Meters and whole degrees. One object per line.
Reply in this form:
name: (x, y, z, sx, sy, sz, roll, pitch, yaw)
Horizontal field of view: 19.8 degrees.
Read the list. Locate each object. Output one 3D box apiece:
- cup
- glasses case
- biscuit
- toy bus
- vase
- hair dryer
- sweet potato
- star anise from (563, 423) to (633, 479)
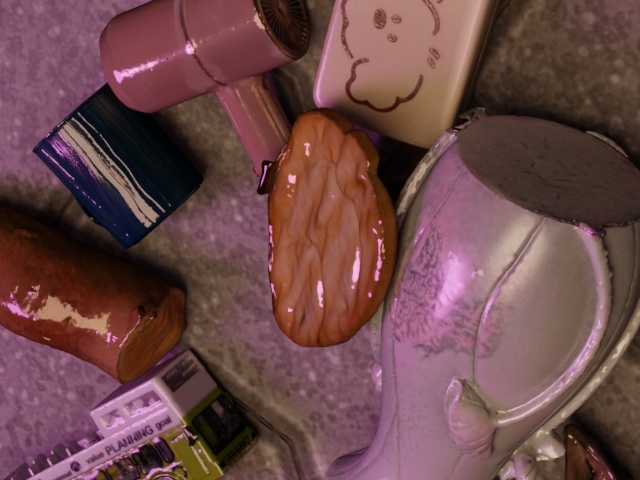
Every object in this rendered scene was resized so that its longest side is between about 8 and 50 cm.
cup: (-0.201, -0.075, 1.848, 0.113, 0.150, 0.138, -42, 95, -7)
glasses case: (0.100, -0.258, 1.672, 0.144, 0.076, 0.336, 19, 115, 12)
biscuit: (0.004, -0.002, 1.703, 0.203, 0.041, 0.260, 57, 143, 31)
toy bus: (-0.222, 0.242, 1.966, 0.301, 0.113, 0.139, -29, 94, 28)
vase: (0.145, 0.109, 1.717, 0.250, 0.250, 0.445, 25, 122, 9)
hair dryer: (-0.063, -0.090, 1.793, 0.189, 0.107, 0.344, -18, 109, 25)
sweet potato: (-0.307, 0.036, 1.903, 0.336, 0.131, 0.131, 24, 116, 9)
star anise: (0.306, 0.343, 1.816, 0.292, 0.109, 0.350, -10, 96, 30)
